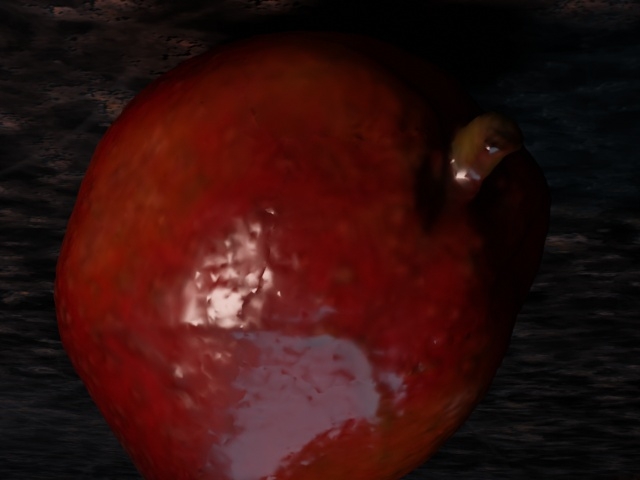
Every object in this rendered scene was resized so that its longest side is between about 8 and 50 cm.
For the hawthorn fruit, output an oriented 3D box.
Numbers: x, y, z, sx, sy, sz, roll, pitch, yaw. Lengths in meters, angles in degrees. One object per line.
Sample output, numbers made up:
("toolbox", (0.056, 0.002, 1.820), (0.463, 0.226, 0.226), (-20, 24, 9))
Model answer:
("hawthorn fruit", (0.000, 0.000, 1.018), (0.265, 0.265, 0.307), (12, 147, -29))
